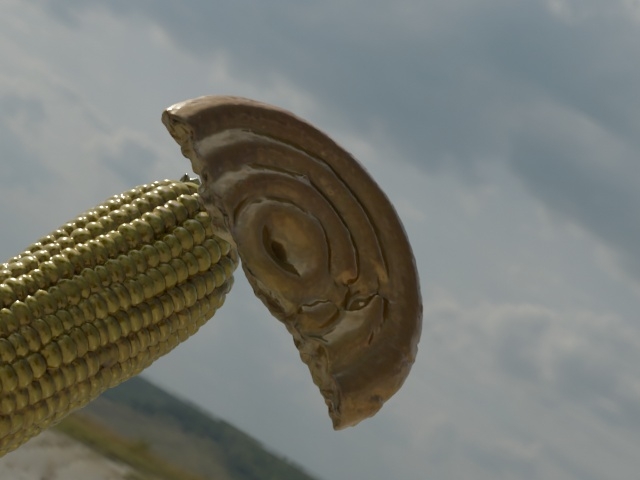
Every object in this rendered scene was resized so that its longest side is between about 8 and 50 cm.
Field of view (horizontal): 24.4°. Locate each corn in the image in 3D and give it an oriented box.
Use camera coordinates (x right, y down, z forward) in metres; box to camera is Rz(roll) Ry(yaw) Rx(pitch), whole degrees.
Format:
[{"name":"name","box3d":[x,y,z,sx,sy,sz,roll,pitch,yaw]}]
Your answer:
[{"name":"corn","box3d":[-0.210,0.070,1.179,0.144,0.387,0.144,24,-47,29]}]

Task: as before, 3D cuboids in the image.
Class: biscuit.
[{"name":"biscuit","box3d":[0.001,-0.001,0.917,0.033,0.144,0.224,-37,-103,45]}]
